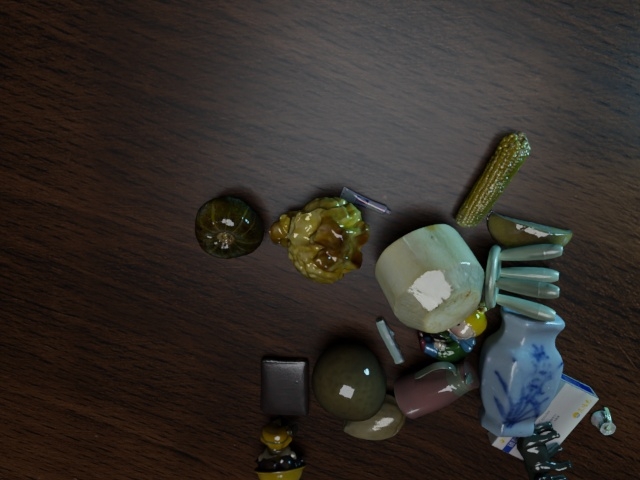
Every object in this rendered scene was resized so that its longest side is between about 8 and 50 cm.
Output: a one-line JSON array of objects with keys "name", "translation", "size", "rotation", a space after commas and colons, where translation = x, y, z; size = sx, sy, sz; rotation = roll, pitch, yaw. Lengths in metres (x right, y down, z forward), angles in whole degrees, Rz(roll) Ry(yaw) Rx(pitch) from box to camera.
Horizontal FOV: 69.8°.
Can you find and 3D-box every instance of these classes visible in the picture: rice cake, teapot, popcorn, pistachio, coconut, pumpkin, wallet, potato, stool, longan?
[{"name": "rice cake", "translation": [0.244, 0.347, 1.585], "size": [0.042, 0.030, 0.180], "rotation": [-23, 104, 18]}, {"name": "teapot", "translation": [0.978, 0.621, 1.578], "size": [0.064, 0.064, 0.083], "rotation": [9, 108, 2]}, {"name": "popcorn", "translation": [0.000, 0.000, 1.416], "size": [0.333, 0.225, 0.264], "rotation": [-1, 96, 29]}, {"name": "pistachio", "translation": [0.192, 0.635, 1.630], "size": [0.238, 0.153, 0.138], "rotation": [-31, 142, 16]}, {"name": "coconut", "translation": [0.317, 0.103, 1.371], "size": [0.324, 0.323, 0.322], "rotation": [2, 107, 5]}, {"name": "pumpkin", "translation": [-0.296, -0.046, 1.460], "size": [0.219, 0.162, 0.218], "rotation": [4, 132, 4]}, {"name": "wallet", "translation": [-0.131, 0.530, 1.673], "size": [0.182, 0.049, 0.228], "rotation": [2, 106, 5]}, {"name": "potato", "translation": [0.639, 0.001, 1.401], "size": [0.262, 0.100, 0.120], "rotation": [13, 108, 2]}, {"name": "stool", "translation": [0.601, 0.121, 1.364], "size": [0.199, 0.195, 0.195], "rotation": [8, 147, 27]}, {"name": "longan", "translation": [0.098, 0.468, 1.529], "size": [0.259, 0.258, 0.257], "rotation": [2, 107, 5]}]

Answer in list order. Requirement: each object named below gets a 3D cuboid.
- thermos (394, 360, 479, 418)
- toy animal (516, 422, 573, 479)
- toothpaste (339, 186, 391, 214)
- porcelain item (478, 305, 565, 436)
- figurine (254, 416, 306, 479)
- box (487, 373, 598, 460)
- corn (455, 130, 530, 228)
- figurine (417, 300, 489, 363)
[{"name": "thermos", "translation": [0.381, 0.473, 1.509], "size": [0.176, 0.145, 0.265], "rotation": [38, 127, -25]}, {"name": "toy animal", "translation": [0.753, 0.731, 1.553], "size": [0.147, 0.114, 0.244], "rotation": [-25, 83, 6]}, {"name": "toothpaste", "translation": [0.143, -0.119, 1.452], "size": [0.170, 0.028, 0.045], "rotation": [22, 115, 1]}, {"name": "porcelain item", "translation": [0.632, 0.417, 1.471], "size": [0.243, 0.178, 0.404], "rotation": [4, 105, -14]}, {"name": "figurine", "translation": [-0.158, 0.800, 1.699], "size": [0.193, 0.167, 0.256], "rotation": [-5, 105, 21]}, {"name": "box", "translation": [0.766, 0.614, 1.596], "size": [0.200, 0.065, 0.343], "rotation": [27, 108, -3]}, {"name": "corn", "translation": [0.510, -0.174, 1.363], "size": [0.097, 0.097, 0.319], "rotation": [28, 110, -3]}, {"name": "figurine", "translation": [0.436, 0.283, 1.506], "size": [0.185, 0.127, 0.234], "rotation": [21, 119, 5]}]
